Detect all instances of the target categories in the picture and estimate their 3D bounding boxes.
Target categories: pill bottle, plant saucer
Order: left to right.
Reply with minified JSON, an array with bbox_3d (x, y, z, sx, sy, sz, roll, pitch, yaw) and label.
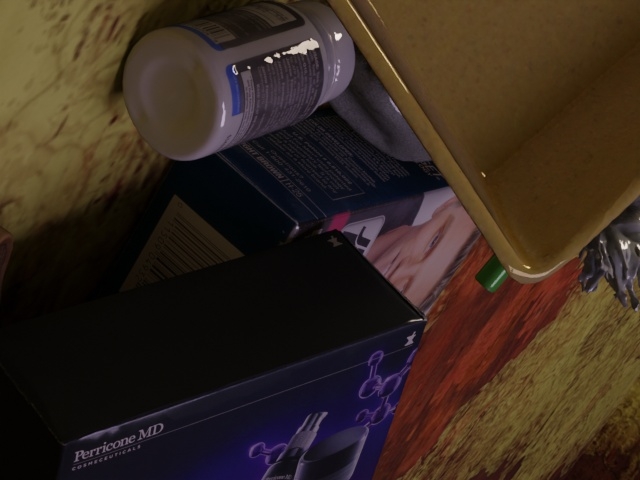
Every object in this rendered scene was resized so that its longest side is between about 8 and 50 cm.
[{"bbox_3d":[-0.044,-0.099,1.052,0.137,0.078,0.078,-24,149,-49],"label":"pill bottle"},{"bbox_3d":[0.118,-0.201,0.965,0.333,0.333,0.081,-41,-163,-20],"label":"plant saucer"}]

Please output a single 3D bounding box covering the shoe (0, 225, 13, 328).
[{"bbox_3d":[-0.220,0.050,1.009,0.076,0.058,0.219,-59,176,-41],"label":"shoe"}]

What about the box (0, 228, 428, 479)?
[{"bbox_3d":[-0.081,0.118,1.082,0.261,0.103,0.184,-17,135,-36],"label":"box"}]

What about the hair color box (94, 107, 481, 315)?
[{"bbox_3d":[0.000,0.000,1.302,0.347,0.105,0.174,-16,143,-58],"label":"hair color box"}]

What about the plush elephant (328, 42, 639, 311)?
[{"bbox_3d":[0.144,-0.144,1.177,0.255,0.272,0.330,21,75,-33],"label":"plush elephant"}]

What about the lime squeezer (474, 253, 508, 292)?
[{"bbox_3d":[0.213,-0.080,1.068,0.310,0.059,0.110,-30,161,-23],"label":"lime squeezer"}]
